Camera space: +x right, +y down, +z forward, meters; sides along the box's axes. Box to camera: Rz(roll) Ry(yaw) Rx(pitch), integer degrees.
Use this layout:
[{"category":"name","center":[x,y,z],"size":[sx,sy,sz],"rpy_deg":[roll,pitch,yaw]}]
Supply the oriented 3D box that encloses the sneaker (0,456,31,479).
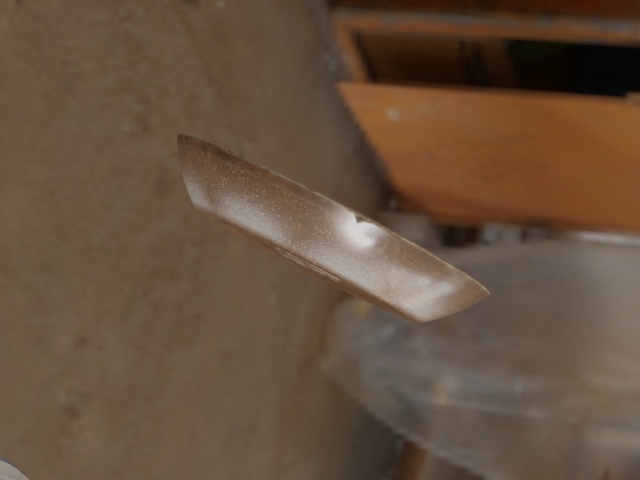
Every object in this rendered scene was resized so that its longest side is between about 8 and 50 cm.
[{"category":"sneaker","center":[-0.166,0.250,1.351],"size":[0.315,0.182,0.127],"rpy_deg":[30,83,-33]}]

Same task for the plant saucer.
[{"category":"plant saucer","center":[0.000,0.000,1.115],"size":[0.036,0.198,0.198],"rpy_deg":[-63,157,-2]}]
